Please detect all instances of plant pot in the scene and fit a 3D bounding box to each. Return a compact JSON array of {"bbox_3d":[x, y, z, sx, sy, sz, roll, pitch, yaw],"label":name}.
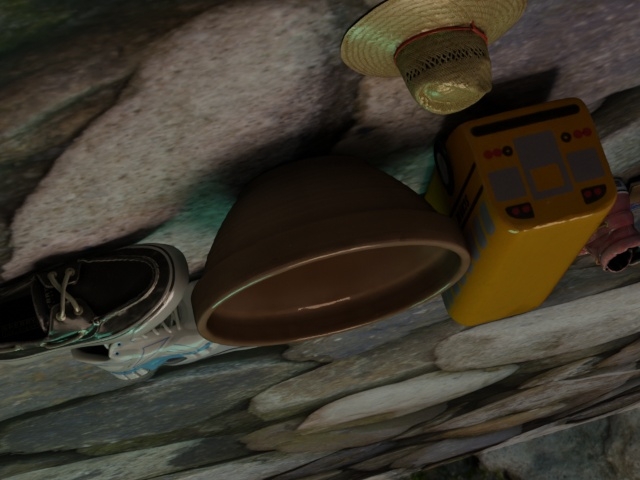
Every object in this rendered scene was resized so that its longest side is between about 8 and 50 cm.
[{"bbox_3d":[0.000,0.000,1.186,0.237,0.110,0.237,-13,162,-4],"label":"plant pot"}]

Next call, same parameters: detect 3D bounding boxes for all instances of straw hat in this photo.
[{"bbox_3d":[0.088,-0.123,0.990,0.144,0.061,0.144,-16,162,-6],"label":"straw hat"}]

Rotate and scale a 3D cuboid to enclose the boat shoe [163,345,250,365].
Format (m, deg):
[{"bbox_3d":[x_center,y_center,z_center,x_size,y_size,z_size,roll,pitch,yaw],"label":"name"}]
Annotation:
[{"bbox_3d":[-0.072,0.066,1.402,0.226,0.083,0.076,-16,178,34],"label":"boat shoe"}]

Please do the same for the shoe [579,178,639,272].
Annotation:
[{"bbox_3d":[0.306,0.002,1.537,0.063,0.081,0.178,-15,162,-7],"label":"shoe"}]

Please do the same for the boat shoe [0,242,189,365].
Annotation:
[{"bbox_3d":[-0.217,0.058,1.213,0.219,0.078,0.070,-22,163,19],"label":"boat shoe"}]

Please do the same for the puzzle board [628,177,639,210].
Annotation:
[{"bbox_3d":[0.394,-0.067,1.533,0.128,0.011,0.096,-17,163,1],"label":"puzzle board"}]

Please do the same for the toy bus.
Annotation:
[{"bbox_3d":[0.162,-0.018,1.261,0.108,0.130,0.333,-15,162,-9],"label":"toy bus"}]

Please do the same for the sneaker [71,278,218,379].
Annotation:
[{"bbox_3d":[-0.167,0.087,1.368,0.190,0.071,0.083,-29,153,31],"label":"sneaker"}]
